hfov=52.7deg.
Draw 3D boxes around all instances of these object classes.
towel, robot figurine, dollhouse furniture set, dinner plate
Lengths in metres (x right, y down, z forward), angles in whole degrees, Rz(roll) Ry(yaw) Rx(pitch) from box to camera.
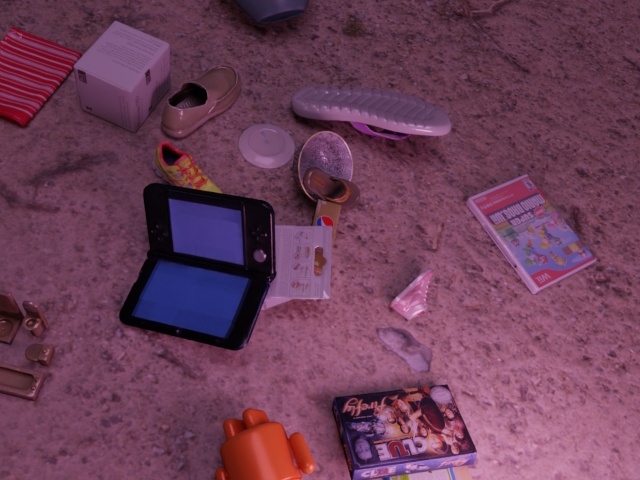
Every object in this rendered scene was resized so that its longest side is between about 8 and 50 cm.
[{"bbox_3d":[-0.741,-0.406,1.581,0.198,0.031,0.275,21,57,1],"label":"towel"},{"bbox_3d":[-0.100,0.413,1.153,0.158,0.128,0.219,-12,62,-26],"label":"robot figurine"},{"bbox_3d":[-0.577,0.191,1.195,0.144,0.123,0.151,15,58,-2],"label":"dollhouse furniture set"},{"bbox_3d":[-0.133,-0.240,1.610,0.141,0.017,0.141,5,57,-8],"label":"dinner plate"}]

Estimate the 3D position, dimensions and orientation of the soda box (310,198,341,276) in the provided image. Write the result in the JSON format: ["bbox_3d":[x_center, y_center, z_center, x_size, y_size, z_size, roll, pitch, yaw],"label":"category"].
[{"bbox_3d":[0.000,0.000,1.463,0.058,0.061,0.181,14,58,-3],"label":"soda box"}]

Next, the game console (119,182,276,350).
[{"bbox_3d":[-0.251,0.045,1.283,0.293,0.250,0.173,10,29,17],"label":"game console"}]

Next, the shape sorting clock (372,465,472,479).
[{"bbox_3d":[0.189,0.465,1.231,0.206,0.040,0.206,5,52,-7],"label":"shape sorting clock"}]

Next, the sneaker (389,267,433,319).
[{"bbox_3d":[0.221,0.125,1.440,0.070,0.051,0.134,44,64,13],"label":"sneaker"}]

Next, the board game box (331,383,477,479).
[{"bbox_3d":[0.159,0.369,1.253,0.243,0.042,0.165,-4,41,-13],"label":"board game box"}]

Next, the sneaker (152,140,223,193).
[{"bbox_3d":[-0.305,-0.149,1.474,0.208,0.094,0.081,36,58,9],"label":"sneaker"}]

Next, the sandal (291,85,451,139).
[{"bbox_3d":[0.130,-0.317,1.667,0.416,0.102,0.169,14,42,12],"label":"sandal"}]

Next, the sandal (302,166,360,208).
[{"bbox_3d":[0.034,-0.119,1.496,0.180,0.049,0.072,23,82,-44],"label":"sandal"}]

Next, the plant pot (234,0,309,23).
[{"bbox_3d":[-0.131,-0.710,1.769,0.290,0.290,0.196,-18,100,-20],"label":"plant pot"}]

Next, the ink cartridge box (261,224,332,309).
[{"bbox_3d":[-0.094,0.056,1.391,0.232,0.066,0.189,3,58,0],"label":"ink cartridge box"}]

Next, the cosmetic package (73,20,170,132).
[{"bbox_3d":[-0.471,-0.393,1.555,0.151,0.151,0.184,23,59,3],"label":"cosmetic package"}]

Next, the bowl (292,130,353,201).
[{"bbox_3d":[-0.010,-0.174,1.539,0.170,0.170,0.080,-41,31,-29],"label":"bowl"}]

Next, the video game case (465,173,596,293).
[{"bbox_3d":[0.520,-0.024,1.603,0.204,0.025,0.285,-22,66,-22],"label":"video game case"}]

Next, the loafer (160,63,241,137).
[{"bbox_3d":[-0.289,-0.360,1.605,0.102,0.092,0.268,32,58,9],"label":"loafer"}]
